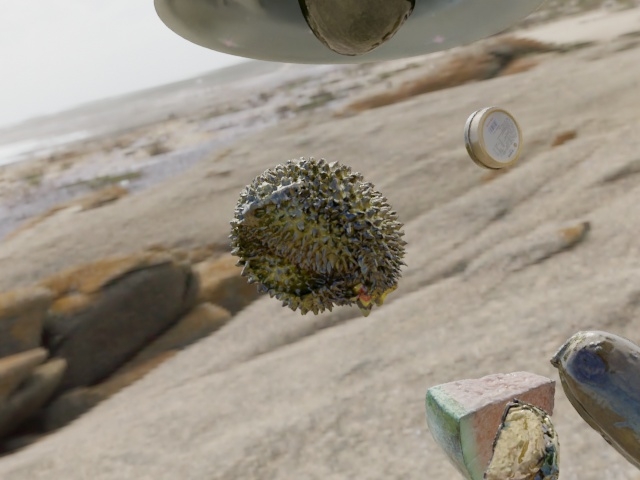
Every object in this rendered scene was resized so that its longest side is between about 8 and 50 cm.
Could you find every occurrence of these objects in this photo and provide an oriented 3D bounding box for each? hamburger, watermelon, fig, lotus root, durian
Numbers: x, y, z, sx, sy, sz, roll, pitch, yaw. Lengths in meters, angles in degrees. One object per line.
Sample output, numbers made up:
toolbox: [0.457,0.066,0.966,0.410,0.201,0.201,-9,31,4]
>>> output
hamburger: [0.303,0.320,1.558,0.102,0.087,0.176,6,57,30]
watermelon: [0.343,0.343,2.118,0.256,0.193,0.140,-23,37,-20]
fig: [0.014,-0.251,0.948,0.117,0.177,0.117,-26,17,8]
lotus root: [0.397,0.204,1.353,0.123,0.241,0.124,-37,-21,-13]
durian: [0.002,-0.011,1.743,0.292,0.258,0.258,21,16,7]

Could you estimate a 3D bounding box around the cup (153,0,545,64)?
cup: [0.025,-0.283,0.950,0.347,0.163,0.347,-4,-8,-1]

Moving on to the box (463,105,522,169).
box: [0.286,-0.169,1.793,0.105,0.106,0.037,-19,5,-34]
